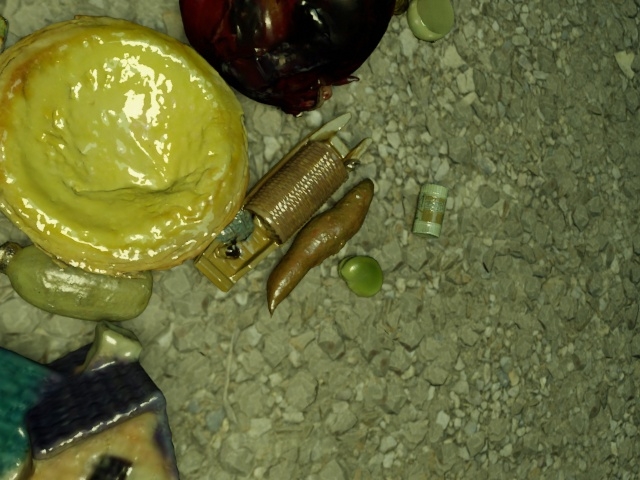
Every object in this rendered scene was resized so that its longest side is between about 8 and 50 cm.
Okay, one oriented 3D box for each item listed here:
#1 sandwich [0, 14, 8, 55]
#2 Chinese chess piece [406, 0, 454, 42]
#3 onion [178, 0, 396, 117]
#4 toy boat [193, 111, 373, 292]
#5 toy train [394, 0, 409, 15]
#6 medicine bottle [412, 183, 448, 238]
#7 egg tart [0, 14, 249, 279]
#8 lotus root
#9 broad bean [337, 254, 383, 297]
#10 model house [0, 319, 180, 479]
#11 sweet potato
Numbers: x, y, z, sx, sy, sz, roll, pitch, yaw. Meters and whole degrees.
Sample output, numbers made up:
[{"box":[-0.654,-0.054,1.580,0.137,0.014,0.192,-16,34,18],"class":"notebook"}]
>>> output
[{"box":[-0.459,-0.249,0.623,0.163,0.113,0.079,11,83,8],"class":"sandwich"},{"box":[0.184,-0.378,0.948,0.084,0.034,0.084,2,86,-26],"class":"Chinese chess piece"},{"box":[-0.032,-0.293,0.705,0.281,0.281,0.221,39,49,-21],"class":"onion"},{"box":[-0.046,-0.059,0.775,0.310,0.115,0.089,-46,108,-20],"class":"toy boat"},{"box":[0.067,-0.399,0.858,0.226,0.090,0.137,-34,101,-24],"class":"toy train"},{"box":[0.182,-0.048,0.931,0.047,0.047,0.083,16,83,-26],"class":"medicine bottle"},{"box":[-0.237,-0.108,0.671,0.315,0.120,0.314,4,80,-26],"class":"egg tart"},{"box":[-0.292,0.046,0.666,0.183,0.077,0.090,21,79,-27],"class":"lotus root"},{"box":[0.065,0.052,0.871,0.083,0.045,0.063,35,75,-30],"class":"broad bean"},{"box":[-0.310,0.200,0.559,0.312,0.245,0.280,34,81,-30],"class":"model house"},{"box":[0.000,0.000,0.826,0.067,0.067,0.274,49,66,-18],"class":"sweet potato"}]
